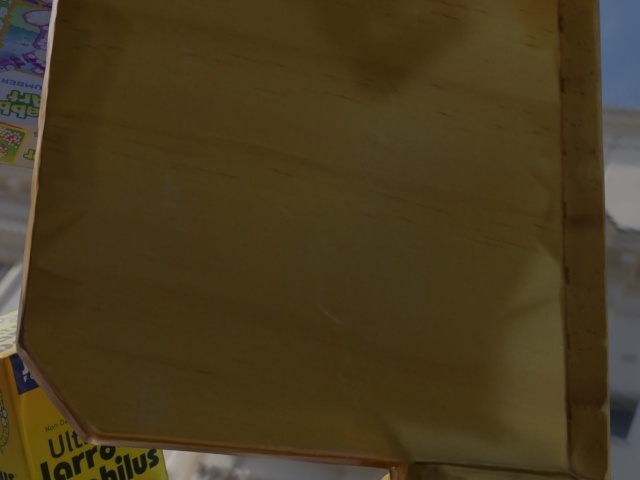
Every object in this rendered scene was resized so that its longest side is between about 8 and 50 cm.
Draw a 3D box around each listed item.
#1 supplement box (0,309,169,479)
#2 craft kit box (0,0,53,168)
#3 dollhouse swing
[{"bbox_3d":[-0.324,0.270,1.590,0.195,0.194,0.357,1,-73,43],"label":"supplement box"},{"bbox_3d":[-0.218,-0.155,1.263,0.249,0.247,0.061,8,-47,-14],"label":"craft kit box"},{"bbox_3d":[0.000,0.000,0.775,0.305,0.347,0.315,3,-17,-4],"label":"dollhouse swing"}]
